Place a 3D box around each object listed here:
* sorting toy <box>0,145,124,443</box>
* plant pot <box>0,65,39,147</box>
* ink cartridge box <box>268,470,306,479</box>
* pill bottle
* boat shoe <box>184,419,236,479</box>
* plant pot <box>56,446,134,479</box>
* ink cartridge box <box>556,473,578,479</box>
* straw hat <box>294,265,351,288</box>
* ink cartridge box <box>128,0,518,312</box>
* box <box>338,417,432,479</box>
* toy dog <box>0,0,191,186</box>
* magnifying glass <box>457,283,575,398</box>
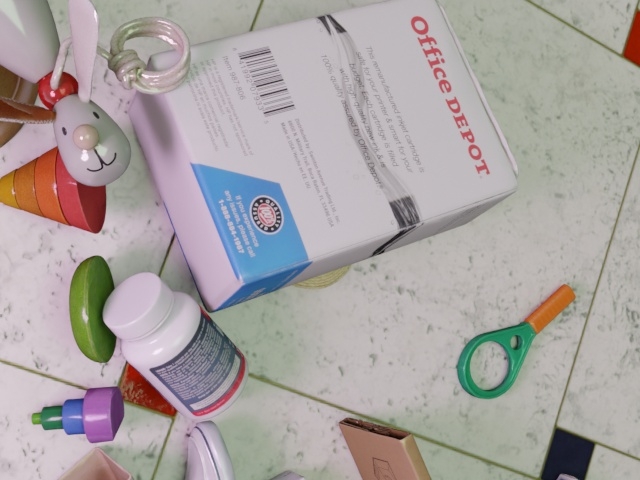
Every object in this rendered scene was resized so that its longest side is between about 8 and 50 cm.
[{"bbox_3d":[-0.315,0.061,1.273,0.126,0.127,0.366,-4,95,3],"label":"sorting toy"},{"bbox_3d":[-0.437,-0.204,1.236,0.236,0.032,0.236,0,90,-25],"label":"plant pot"},{"bbox_3d":[-0.046,0.375,1.409,0.088,0.052,0.122,-25,99,-24],"label":"ink cartridge box"},{"bbox_3d":[-0.174,0.124,1.289,0.108,0.108,0.180,-50,131,-18],"label":"pill bottle"},{"bbox_3d":[-0.147,0.341,1.342,0.075,0.083,0.226,-10,95,-27],"label":"boat shoe"},{"bbox_3d":[-0.262,0.329,1.281,0.109,0.109,0.096,-41,120,-21],"label":"plant pot"},{"bbox_3d":[0.380,0.495,1.617,0.206,0.045,0.208,44,71,-18],"label":"ink cartridge box"},{"bbox_3d":[0.000,0.000,1.429,0.144,0.061,0.144,1,89,-25],"label":"straw hat"},{"bbox_3d":[0.005,-0.114,1.337,0.395,0.166,0.285,-18,80,-25],"label":"ink cartridge box"},{"bbox_3d":[0.107,0.332,1.420,0.021,0.164,0.201,-28,102,-26],"label":"box"},{"bbox_3d":[-0.313,-0.223,1.128,0.333,0.161,0.220,34,82,6],"label":"toy dog"},{"bbox_3d":[0.291,0.144,1.591,0.231,0.026,0.092,-38,105,-19],"label":"magnifying glass"}]
